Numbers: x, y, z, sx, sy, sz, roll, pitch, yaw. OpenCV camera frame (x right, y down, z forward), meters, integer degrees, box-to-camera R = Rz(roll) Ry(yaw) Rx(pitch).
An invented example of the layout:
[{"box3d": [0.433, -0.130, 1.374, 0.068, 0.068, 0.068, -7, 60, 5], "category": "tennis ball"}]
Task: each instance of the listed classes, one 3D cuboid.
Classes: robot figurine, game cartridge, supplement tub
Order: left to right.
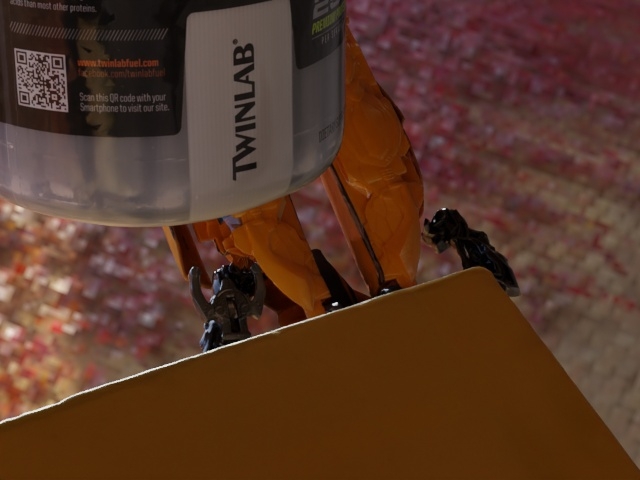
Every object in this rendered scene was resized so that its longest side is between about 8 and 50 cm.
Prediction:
[{"box3d": [-0.083, -0.182, 0.814, 0.193, 0.194, 0.316, -42, -42, -56], "category": "supplement tub"}, {"box3d": [0.000, 0.000, 1.113, 0.211, 0.291, 0.085, -15, -20, -20], "category": "robot figurine"}, {"box3d": [0.025, 0.164, 0.755, 0.324, 0.285, 0.052, -16, -31, -35], "category": "game cartridge"}]
